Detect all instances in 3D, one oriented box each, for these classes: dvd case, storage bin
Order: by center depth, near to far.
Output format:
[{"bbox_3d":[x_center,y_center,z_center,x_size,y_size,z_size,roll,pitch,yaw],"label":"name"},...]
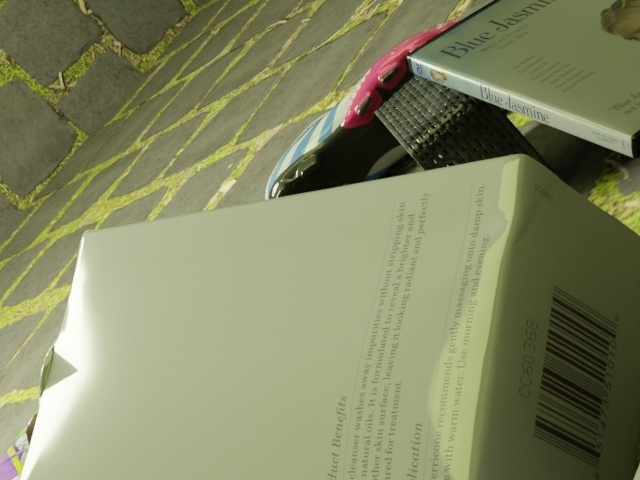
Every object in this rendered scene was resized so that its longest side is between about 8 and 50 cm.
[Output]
[{"bbox_3d":[0.220,-0.155,1.103,0.180,0.022,0.253,-34,39,-25],"label":"dvd case"},{"bbox_3d":[0.130,-0.087,1.218,0.084,0.122,0.180,-42,18,7],"label":"storage bin"}]

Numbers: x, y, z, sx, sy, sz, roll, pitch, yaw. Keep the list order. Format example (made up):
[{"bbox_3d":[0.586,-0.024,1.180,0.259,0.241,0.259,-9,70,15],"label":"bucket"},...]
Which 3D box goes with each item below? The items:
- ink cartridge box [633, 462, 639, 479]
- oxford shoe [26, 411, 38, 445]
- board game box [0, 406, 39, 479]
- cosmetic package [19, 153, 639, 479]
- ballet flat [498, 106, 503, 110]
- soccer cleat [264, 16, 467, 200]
[{"bbox_3d":[0.298,0.133,0.497,0.385,0.091,0.308,-2,41,39],"label":"ink cartridge box"},{"bbox_3d":[-0.180,0.198,1.131,0.097,0.098,0.271,-48,-15,-18],"label":"oxford shoe"},{"bbox_3d":[-0.261,0.247,1.334,0.208,0.056,0.347,-14,27,27],"label":"board game box"},{"bbox_3d":[-0.004,0.094,0.834,0.385,0.156,0.217,-7,62,44],"label":"cosmetic package"},{"bbox_3d":[0.186,-0.157,1.390,0.114,0.041,0.041,-40,18,13],"label":"ballet flat"},{"bbox_3d":[0.064,-0.141,1.489,0.331,0.116,0.143,-39,19,14],"label":"soccer cleat"}]
